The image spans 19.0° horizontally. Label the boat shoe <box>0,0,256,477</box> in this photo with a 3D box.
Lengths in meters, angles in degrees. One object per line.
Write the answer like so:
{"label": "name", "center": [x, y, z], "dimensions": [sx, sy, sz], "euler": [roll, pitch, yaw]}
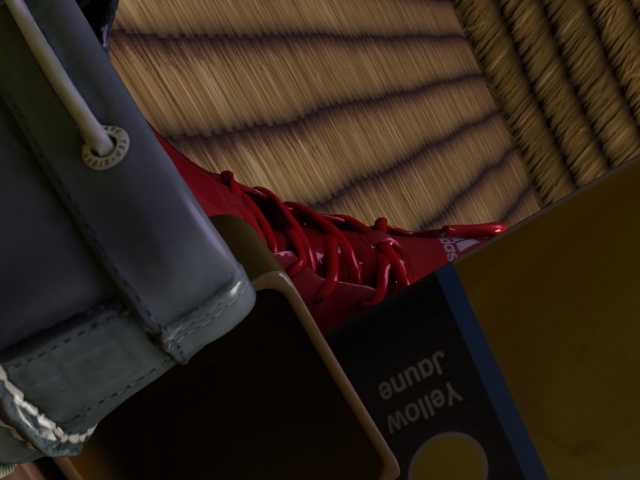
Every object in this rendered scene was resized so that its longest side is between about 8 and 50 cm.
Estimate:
{"label": "boat shoe", "center": [-0.081, -0.075, 0.525], "dimensions": [0.116, 0.099, 0.319], "euler": [56, 16, -44]}

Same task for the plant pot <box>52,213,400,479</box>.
{"label": "plant pot", "center": [-0.038, 0.040, 0.568], "dimensions": [0.081, 0.081, 0.083], "euler": [61, 1, -29]}

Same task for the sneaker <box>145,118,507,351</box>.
{"label": "sneaker", "center": [0.000, 0.000, 0.678], "dimensions": [0.221, 0.128, 0.087], "euler": [53, 16, -55]}

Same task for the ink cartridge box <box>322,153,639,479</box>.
{"label": "ink cartridge box", "center": [0.133, 0.114, 0.556], "dimensions": [0.072, 0.303, 0.307], "euler": [47, 16, -53]}
